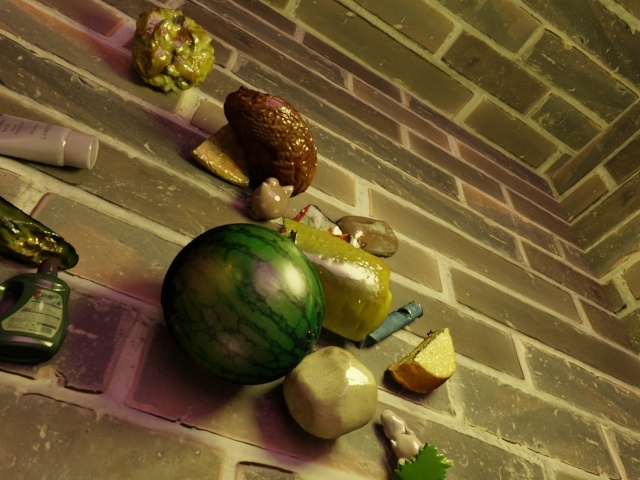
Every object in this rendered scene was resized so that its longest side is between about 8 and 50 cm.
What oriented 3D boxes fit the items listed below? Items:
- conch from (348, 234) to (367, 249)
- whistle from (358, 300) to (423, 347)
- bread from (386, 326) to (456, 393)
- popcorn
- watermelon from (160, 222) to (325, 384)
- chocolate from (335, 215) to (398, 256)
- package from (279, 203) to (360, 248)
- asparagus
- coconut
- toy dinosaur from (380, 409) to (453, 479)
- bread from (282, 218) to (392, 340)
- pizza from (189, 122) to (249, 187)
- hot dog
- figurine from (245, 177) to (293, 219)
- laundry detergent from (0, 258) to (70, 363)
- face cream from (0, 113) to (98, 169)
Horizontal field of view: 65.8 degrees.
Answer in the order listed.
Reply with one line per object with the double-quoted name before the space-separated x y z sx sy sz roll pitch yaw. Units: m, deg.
"conch" 0.051 0.041 1.590 0.233 0.080 0.086 -32 60 -28
"whistle" 0.214 0.255 1.510 0.304 0.062 0.062 -15 62 -48
"bread" 0.312 0.360 1.428 0.260 0.129 0.134 -26 77 -50
"popcorn" -0.495 -0.643 1.683 0.282 0.282 0.247 10 24 -34
"watermelon" -0.158 0.135 1.080 0.363 0.363 0.363 24 39 -21
"chocolate" 0.178 -0.028 1.762 0.262 0.083 0.161 5 46 -37
"package" 0.000 0.000 1.531 0.232 0.040 0.166 42 70 14
"asparagus" -0.683 -0.051 1.008 0.382 0.128 0.108 34 73 -8
"coconut" 0.029 0.343 1.141 0.224 0.224 0.224 24 39 -21
"toy dinosaur" 0.208 0.524 1.196 0.194 0.152 0.177 48 -3 -3
"bread" 0.020 0.104 1.354 0.377 0.208 0.251 27 45 -9
"pizza" -0.302 -0.265 1.612 0.204 0.081 0.188 43 51 -17
"hot dog" -0.154 -0.315 1.558 0.174 0.267 0.387 -46 130 -24
"figurine" -0.158 -0.125 1.528 0.125 0.138 0.125 21 35 -16
"laundry detergent" -0.563 0.123 0.958 0.144 0.078 0.221 12 44 -27
"face cream" -0.708 -0.249 1.233 0.274 0.096 0.154 10 47 -15
